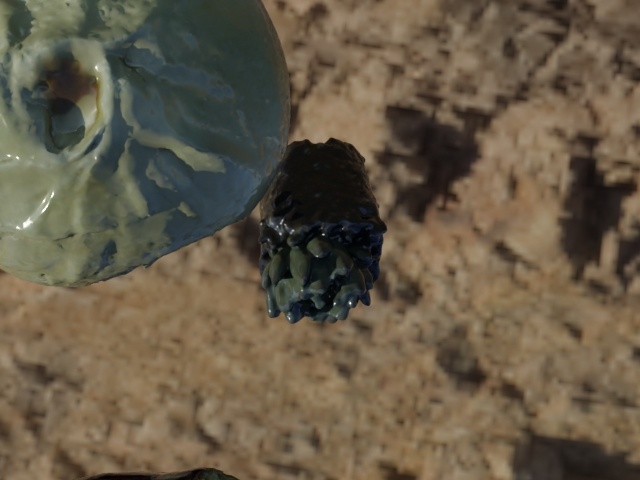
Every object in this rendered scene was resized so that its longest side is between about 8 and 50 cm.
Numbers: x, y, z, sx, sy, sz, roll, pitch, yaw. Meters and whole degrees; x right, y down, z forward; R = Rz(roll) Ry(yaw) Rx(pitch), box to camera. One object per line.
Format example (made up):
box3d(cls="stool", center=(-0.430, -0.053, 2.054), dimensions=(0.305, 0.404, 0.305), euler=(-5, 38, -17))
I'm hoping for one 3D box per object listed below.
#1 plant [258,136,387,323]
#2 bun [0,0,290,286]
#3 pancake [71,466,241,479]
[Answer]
box3d(cls="plant", center=(0.000, 0.000, 1.725), dimensions=(0.129, 0.194, 0.132), euler=(-2, 149, -3))
box3d(cls="bun", center=(-0.210, -0.125, 1.522), dimensions=(0.364, 0.364, 0.202), euler=(11, -173, -3))
box3d(cls="pancake", center=(-0.265, 0.280, 1.276), dimensions=(0.427, 0.305, 0.067), euler=(-16, 107, 23))
